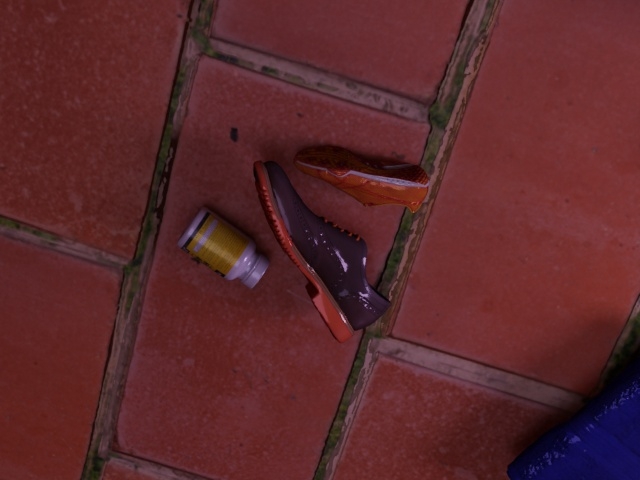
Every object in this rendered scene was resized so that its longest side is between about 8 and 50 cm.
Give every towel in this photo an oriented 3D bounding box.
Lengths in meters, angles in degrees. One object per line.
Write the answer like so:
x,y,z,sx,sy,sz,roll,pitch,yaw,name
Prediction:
0.435,0.277,1.477,0.227,0.076,0.308,37,114,-17,towel

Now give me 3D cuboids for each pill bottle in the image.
-0.126,0.012,1.436,0.116,0.065,0.065,35,115,-8,pill bottle

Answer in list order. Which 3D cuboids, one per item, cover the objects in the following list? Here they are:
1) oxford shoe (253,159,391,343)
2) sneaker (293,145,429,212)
0.000,0.000,1.411,0.098,0.097,0.271,-30,113,-1,oxford shoe
0.048,-0.073,1.375,0.175,0.064,0.067,16,126,4,sneaker
